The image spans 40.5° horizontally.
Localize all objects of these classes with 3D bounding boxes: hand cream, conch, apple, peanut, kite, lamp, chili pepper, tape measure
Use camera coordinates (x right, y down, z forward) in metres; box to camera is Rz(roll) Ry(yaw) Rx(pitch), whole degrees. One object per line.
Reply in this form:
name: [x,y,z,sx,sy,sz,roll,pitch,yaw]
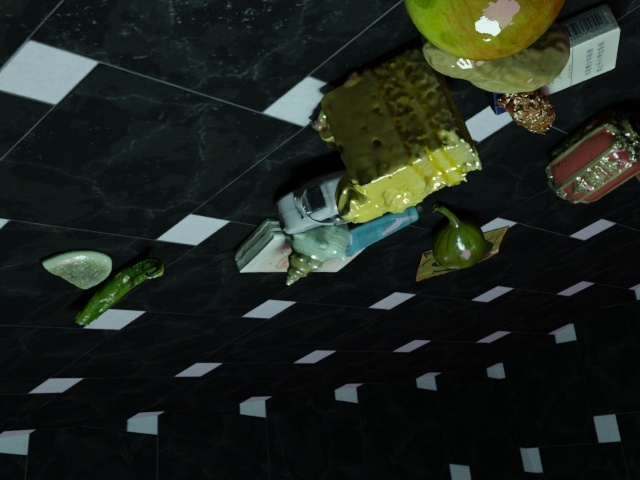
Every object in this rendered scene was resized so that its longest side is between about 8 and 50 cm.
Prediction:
hand cream: [0.158,-0.034,2.189,0.224,0.048,0.083,-26,136,-13]
conch: [-0.005,0.006,1.995,0.234,0.137,0.114,-45,156,14]
apple: [0.236,-0.395,1.279,0.246,0.246,0.226,-33,135,32]
peanut: [0.301,-0.332,1.526,0.291,0.143,0.159,0,142,-32]
kite: [0.421,0.045,2.687,0.328,0.013,0.378,5,149,-44]
lamp: [0.677,-0.201,2.107,0.177,0.177,0.274,-1,155,-36]
chili pepper: [-0.478,0.114,2.065,0.359,0.076,0.085,-33,174,41]
tape measure: [0.032,-0.094,1.893,0.236,0.120,0.197,-17,175,-15]

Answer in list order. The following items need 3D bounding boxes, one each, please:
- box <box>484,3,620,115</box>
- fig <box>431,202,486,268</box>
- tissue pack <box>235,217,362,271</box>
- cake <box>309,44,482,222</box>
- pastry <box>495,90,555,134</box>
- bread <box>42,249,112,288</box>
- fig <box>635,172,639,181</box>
box: [0.444,-0.348,1.695,0.259,0.071,0.168,-20,159,7]
fig: [0.364,-0.035,2.360,0.151,0.151,0.259,-19,131,3]
tissue pack: [-0.039,0.017,2.178,0.325,0.071,0.170,2,145,-41]
cake: [0.128,-0.183,1.631,0.286,0.227,0.222,-24,158,15]
pastry: [0.415,-0.253,1.716,0.087,0.063,0.169,-28,158,31]
bread: [-0.527,0.063,1.957,0.112,0.036,0.193,-22,158,6]
fig: [0.930,-0.153,2.163,0.286,0.368,0.286,-10,166,-3]
